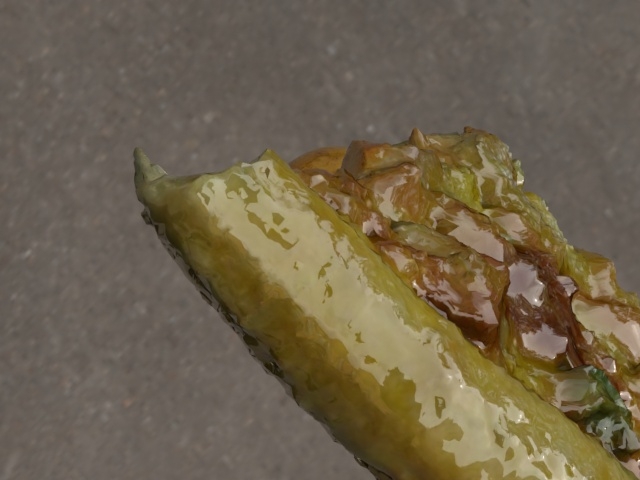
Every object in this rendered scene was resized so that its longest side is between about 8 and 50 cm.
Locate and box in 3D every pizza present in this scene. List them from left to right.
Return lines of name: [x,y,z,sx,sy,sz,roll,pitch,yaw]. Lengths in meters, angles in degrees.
pizza: [0.061,0.031,0.495,0.292,0.058,0.197,36,22,-31]

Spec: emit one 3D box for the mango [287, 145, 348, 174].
mango: [-0.003,0.003,1.042,0.089,0.163,0.111,38,66,6]
